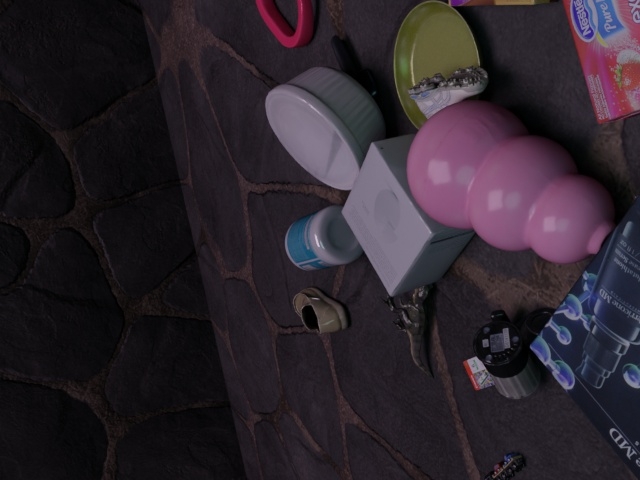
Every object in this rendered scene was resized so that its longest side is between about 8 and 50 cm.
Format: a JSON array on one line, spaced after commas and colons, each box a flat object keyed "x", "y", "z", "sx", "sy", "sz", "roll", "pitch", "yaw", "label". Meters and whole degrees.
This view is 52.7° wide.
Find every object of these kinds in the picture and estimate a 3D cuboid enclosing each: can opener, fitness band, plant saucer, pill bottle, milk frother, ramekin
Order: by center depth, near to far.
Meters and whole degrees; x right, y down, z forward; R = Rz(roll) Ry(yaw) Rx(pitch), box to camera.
[{"x": 0.354, "y": 0.190, "z": 1.107, "sx": 0.143, "sy": 0.129, "sz": 0.135, "roll": 1, "pitch": 146, "yaw": 35, "label": "milk frother"}, {"x": 0.216, "y": -0.306, "z": 1.163, "sx": 0.241, "sy": 0.037, "sz": 0.241, "roll": 39, "pitch": 136, "yaw": 50, "label": "plant saucer"}, {"x": 0.021, "y": -0.248, "z": 1.388, "sx": 0.273, "sy": 0.127, "sz": 0.273, "roll": 39, "pitch": 161, "yaw": 16, "label": "ramekin"}, {"x": 0.069, "y": -0.370, "z": 1.418, "sx": 0.186, "sy": 0.073, "sz": 0.059, "roll": 67, "pitch": -168, "yaw": 23, "label": "can opener"}, {"x": -0.090, "y": -0.610, "z": 1.599, "sx": 0.291, "sy": 0.054, "sz": 0.209, "roll": 59, "pitch": 153, "yaw": 31, "label": "fitness band"}, {"x": 0.000, "y": 0.000, "z": 1.641, "sx": 0.264, "sy": 0.146, "sz": 0.146, "roll": -16, "pitch": 89, "yaw": 64, "label": "pill bottle"}]

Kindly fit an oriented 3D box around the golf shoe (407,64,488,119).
[{"x": 0.227, "y": -0.240, "z": 1.087, "sx": 0.086, "sy": 0.069, "sz": 0.176, "roll": 61, "pitch": 161, "yaw": -19, "label": "golf shoe"}]

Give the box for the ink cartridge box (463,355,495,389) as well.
[{"x": 0.317, "y": 0.262, "z": 1.285, "sx": 0.063, "sy": 0.029, "sz": 0.115, "roll": 67, "pitch": 153, "yaw": 14, "label": "ink cartridge box"}]

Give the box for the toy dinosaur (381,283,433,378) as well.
[{"x": 0.200, "y": 0.180, "z": 1.444, "sx": 0.118, "sy": 0.064, "sz": 0.268, "roll": 28, "pitch": 132, "yaw": 48, "label": "toy dinosaur"}]

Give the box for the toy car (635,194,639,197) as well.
[{"x": 0.437, "y": -0.093, "z": 0.834, "sx": 0.060, "sy": 0.040, "sz": 0.122, "roll": 17, "pitch": 118, "yaw": 60, "label": "toy car"}]

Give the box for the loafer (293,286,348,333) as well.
[{"x": -0.020, "y": 0.201, "z": 1.855, "sx": 0.268, "sy": 0.092, "sz": 0.102, "roll": 10, "pitch": 113, "yaw": 62, "label": "loafer"}]

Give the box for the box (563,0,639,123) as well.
[{"x": 0.376, "y": -0.282, "z": 0.752, "sx": 0.122, "sy": 0.128, "sz": 0.257, "roll": -16, "pitch": 90, "yaw": 64, "label": "box"}]

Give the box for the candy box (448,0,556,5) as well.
[{"x": 0.271, "y": -0.413, "z": 0.976, "sx": 0.186, "sy": 0.053, "sz": 0.109, "roll": 30, "pitch": 130, "yaw": 54, "label": "candy box"}]

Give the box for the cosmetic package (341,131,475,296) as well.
[{"x": 0.173, "y": -0.051, "z": 1.274, "sx": 0.224, "sy": 0.138, "sz": 0.225, "roll": 61, "pitch": 150, "yaw": 25, "label": "cosmetic package"}]

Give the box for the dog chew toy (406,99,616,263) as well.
[{"x": 0.288, "y": -0.079, "z": 0.975, "sx": 0.332, "sy": 0.206, "sz": 0.207, "roll": 38, "pitch": 137, "yaw": 40, "label": "dog chew toy"}]

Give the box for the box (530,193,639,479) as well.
[{"x": 0.463, "y": 0.087, "z": 0.688, "sx": 0.293, "sy": 0.212, "sz": 0.396, "roll": 56, "pitch": 149, "yaw": 33, "label": "box"}]

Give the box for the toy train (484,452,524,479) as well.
[{"x": 0.368, "y": 0.465, "z": 1.303, "sx": 0.158, "sy": 0.027, "sz": 0.036, "roll": 107, "pitch": 150, "yaw": -49, "label": "toy train"}]
